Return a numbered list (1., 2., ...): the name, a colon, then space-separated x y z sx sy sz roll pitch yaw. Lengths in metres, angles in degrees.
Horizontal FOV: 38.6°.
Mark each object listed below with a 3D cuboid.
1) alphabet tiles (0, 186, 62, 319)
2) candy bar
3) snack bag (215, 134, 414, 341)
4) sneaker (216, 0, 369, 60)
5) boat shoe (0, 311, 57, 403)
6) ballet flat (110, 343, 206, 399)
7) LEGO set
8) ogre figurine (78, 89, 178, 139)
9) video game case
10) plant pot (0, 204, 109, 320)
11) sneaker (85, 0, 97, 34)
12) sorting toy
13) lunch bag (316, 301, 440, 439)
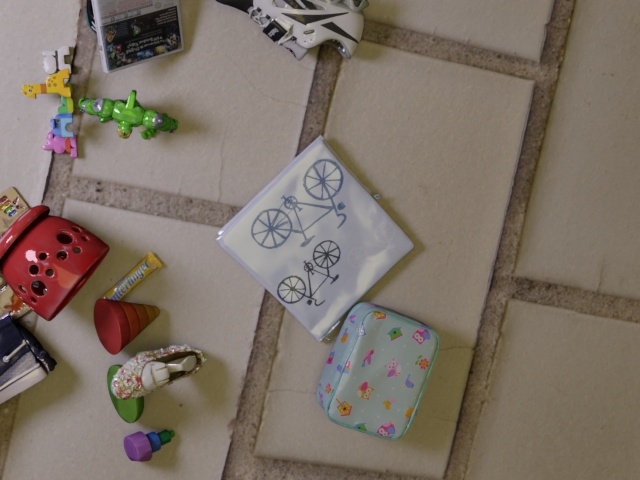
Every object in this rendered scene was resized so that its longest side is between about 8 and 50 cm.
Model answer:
1. alphabet tiles: -0.721 0.056 1.871 0.343 0.011 0.285 -36 101 -6
2. candy bar: -0.405 0.090 1.929 0.161 0.018 0.040 -42 101 -5
3. snack bag: 0.000 0.000 1.989 0.323 0.037 0.342 -45 104 -3
4. sneaker: -0.068 -0.454 1.890 0.331 0.122 0.146 9 92 -11
5. boat shoe: -0.720 0.281 1.838 0.341 0.127 0.158 -33 102 -16
6. ballet flat: -0.322 0.260 1.860 0.077 0.241 0.091 -5 99 31
7. LEGO set: -0.547 -0.279 1.834 0.093 0.087 0.227 -4 95 -11
8. ogre figurine: -0.391 -0.257 1.849 0.197 0.118 0.096 33 89 -11
9. video game case: -0.360 -0.439 1.812 0.190 0.022 0.173 -28 128 -36
10. plant pot: -0.540 0.034 1.803 0.174 0.191 0.191 41 87 -6
11. sneaker: -0.396 -0.555 1.819 0.108 0.121 0.302 13 93 -12
12. sorting toy: -0.373 0.283 1.925 0.126 0.127 0.365 -17 104 -37
13. lunch bag: 0.130 0.291 2.000 0.224 0.108 0.279 20 93 -20
